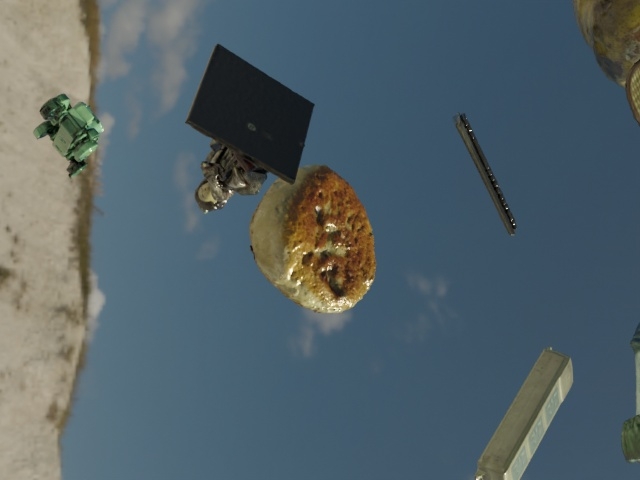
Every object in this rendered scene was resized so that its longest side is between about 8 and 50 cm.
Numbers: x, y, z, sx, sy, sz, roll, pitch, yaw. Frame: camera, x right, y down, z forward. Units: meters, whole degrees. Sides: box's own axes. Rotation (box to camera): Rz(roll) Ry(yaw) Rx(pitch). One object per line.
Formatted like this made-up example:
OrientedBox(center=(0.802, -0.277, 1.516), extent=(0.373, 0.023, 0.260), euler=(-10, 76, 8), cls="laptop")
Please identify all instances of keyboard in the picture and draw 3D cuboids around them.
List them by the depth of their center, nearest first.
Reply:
OrientedBox(center=(0.291, -0.119, 1.490), extent=(0.230, 0.025, 0.094), euler=(61, 14, -15), cls="keyboard")

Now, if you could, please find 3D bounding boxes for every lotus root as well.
OrientedBox(center=(0.353, -0.275, 0.935), extent=(0.154, 0.278, 0.154), euler=(-14, -121, 25), cls="lotus root")

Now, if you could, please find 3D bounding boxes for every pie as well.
OrientedBox(center=(0.000, 0.000, 1.683), extent=(0.092, 0.315, 0.315), euler=(-23, -113, 44), cls="pie")

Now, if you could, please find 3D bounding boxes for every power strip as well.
OrientedBox(center=(0.325, 0.284, 1.330), extent=(0.052, 0.272, 0.078), euler=(16, -38, 34), cls="power strip")

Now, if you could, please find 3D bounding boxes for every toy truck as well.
OrientedBox(center=(-0.306, -0.141, 1.067), extent=(0.080, 0.078, 0.154), euler=(51, -21, -8), cls="toy truck")

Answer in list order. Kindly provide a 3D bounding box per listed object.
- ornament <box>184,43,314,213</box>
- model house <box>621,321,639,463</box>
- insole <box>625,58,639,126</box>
OrientedBox(center=(-0.131, -0.107, 1.107), extent=(0.196, 0.153, 0.166), euler=(-45, -156, 43), cls="ornament")
OrientedBox(center=(0.493, 0.161, 1.065), extent=(0.184, 0.253, 0.291), euler=(-21, -121, 42), cls="model house")
OrientedBox(center=(0.378, -0.073, 0.869), extent=(0.253, 0.086, 0.005), euler=(58, -18, -14), cls="insole")
